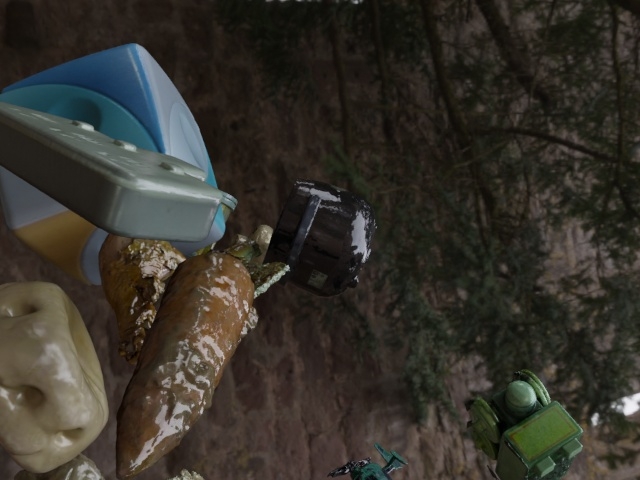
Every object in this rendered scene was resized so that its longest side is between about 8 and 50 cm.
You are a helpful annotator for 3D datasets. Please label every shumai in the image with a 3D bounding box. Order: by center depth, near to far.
[{"bbox_3d":[-0.563,0.546,1.364,0.120,0.202,0.201,140,-58,-82],"label":"shumai"}]

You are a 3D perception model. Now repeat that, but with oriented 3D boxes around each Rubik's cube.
[{"bbox_3d":[-0.425,-0.144,1.338,0.352,0.348,0.351,66,5,-63],"label":"Rubik's cube"}]

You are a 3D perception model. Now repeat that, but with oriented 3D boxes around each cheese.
[{"bbox_3d":[-0.341,0.156,0.784,0.218,0.117,0.235,127,-58,-75],"label":"cheese"}]

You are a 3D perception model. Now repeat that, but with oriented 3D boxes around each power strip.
[{"bbox_3d":[-0.203,-0.070,0.650,0.265,0.194,0.059,26,-80,32],"label":"power strip"}]

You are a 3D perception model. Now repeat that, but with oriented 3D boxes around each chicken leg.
[{"bbox_3d":[-0.230,0.063,0.833,0.085,0.101,0.207,-46,-138,30],"label":"chicken leg"}]

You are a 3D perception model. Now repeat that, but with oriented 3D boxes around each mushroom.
[{"bbox_3d":[-0.177,0.024,1.692,0.154,0.123,0.154,-54,-165,22],"label":"mushroom"}]

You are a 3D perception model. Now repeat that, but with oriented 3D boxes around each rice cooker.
[{"bbox_3d":[0.000,0.000,1.503,0.267,0.225,0.267,-157,-90,-87],"label":"rice cooker"}]

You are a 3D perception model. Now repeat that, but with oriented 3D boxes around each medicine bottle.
[{"bbox_3d":[-0.266,-0.008,1.478,0.218,0.074,0.074,-66,-163,-14],"label":"medicine bottle"}]

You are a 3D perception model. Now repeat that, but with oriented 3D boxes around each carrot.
[{"bbox_3d":[-0.129,0.110,0.589,0.263,0.102,0.101,-77,175,-60],"label":"carrot"}]

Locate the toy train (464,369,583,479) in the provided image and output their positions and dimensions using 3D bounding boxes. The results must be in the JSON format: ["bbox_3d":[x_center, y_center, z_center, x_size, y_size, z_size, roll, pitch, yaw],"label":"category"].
[{"bbox_3d":[0.394,0.381,1.263,0.188,0.159,0.271,54,-14,37],"label":"toy train"}]

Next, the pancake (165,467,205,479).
[{"bbox_3d":[-0.132,0.395,0.861,0.057,0.266,0.244,2,-65,58],"label":"pancake"}]

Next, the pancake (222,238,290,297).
[{"bbox_3d":[-0.160,0.063,1.296,0.376,0.198,0.054,-117,-162,-73],"label":"pancake"}]

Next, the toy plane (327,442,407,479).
[{"bbox_3d":[0.136,0.602,1.632,0.155,0.382,0.106,39,-76,23],"label":"toy plane"}]
